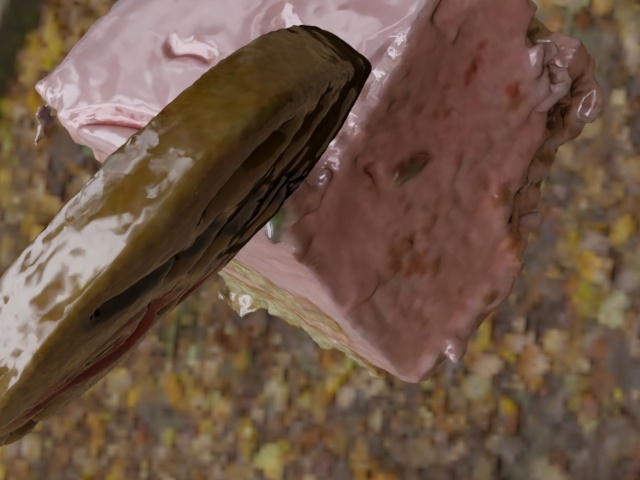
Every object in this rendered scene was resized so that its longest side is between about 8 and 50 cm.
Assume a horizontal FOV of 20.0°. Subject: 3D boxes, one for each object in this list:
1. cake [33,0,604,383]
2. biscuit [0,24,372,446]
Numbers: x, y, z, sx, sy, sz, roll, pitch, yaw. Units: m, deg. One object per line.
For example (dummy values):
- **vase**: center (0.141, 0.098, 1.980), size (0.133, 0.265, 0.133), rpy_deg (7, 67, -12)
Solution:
- **cake**: center (0.021, -0.093, 1.378), size (0.293, 0.307, 0.314), rpy_deg (27, 75, 41)
- **biscuit**: center (-0.093, 0.011, 0.993), size (0.314, 0.063, 0.367), rpy_deg (-48, -2, 13)
